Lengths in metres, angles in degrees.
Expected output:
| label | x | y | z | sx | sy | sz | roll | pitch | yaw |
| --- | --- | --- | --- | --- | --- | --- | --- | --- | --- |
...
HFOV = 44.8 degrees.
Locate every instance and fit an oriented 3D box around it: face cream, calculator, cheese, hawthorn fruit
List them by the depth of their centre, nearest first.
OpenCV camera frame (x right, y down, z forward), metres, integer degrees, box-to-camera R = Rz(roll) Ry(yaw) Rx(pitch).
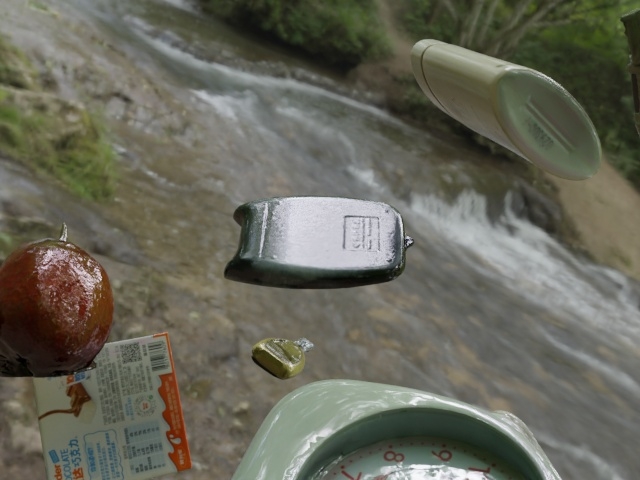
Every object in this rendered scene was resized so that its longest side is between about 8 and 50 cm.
| label | x | y | z | sx | sy | sz | roll | pitch | yaw |
| --- | --- | --- | --- | --- | --- | --- | --- | --- | --- |
| face cream | 0.218 | -0.181 | 0.999 | 0.173 | 0.081 | 0.348 | 39 | 9 | -22 |
| calculator | 0.000 | 0.000 | 1.114 | 0.268 | 0.040 | 0.177 | 1 | 45 | 0 |
| hawthorn fruit | -0.396 | 0.088 | 1.150 | 0.189 | 0.251 | 0.189 | 9 | -25 | 4 |
| cheese | -0.052 | 0.194 | 1.339 | 0.086 | 0.036 | 0.162 | 32 | 15 | 18 |

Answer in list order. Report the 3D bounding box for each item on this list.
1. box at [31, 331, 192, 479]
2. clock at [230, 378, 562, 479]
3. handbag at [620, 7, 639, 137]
| label | x | y | z | sx | sy | sz | roll | pitch | yaw |
| --- | --- | --- | --- | --- | --- | --- | --- | --- | --- |
| box | -0.401 | 0.333 | 1.488 | 0.265 | 0.273 | 0.048 | -8 | -9 | -20 |
| clock | 0.076 | 0.250 | 0.640 | 0.324 | 0.108 | 0.265 | 6 | 34 | 22 |
| handbag | 0.637 | -0.265 | 1.273 | 0.253 | 0.316 | 0.109 | -4 | 20 | 37 |
